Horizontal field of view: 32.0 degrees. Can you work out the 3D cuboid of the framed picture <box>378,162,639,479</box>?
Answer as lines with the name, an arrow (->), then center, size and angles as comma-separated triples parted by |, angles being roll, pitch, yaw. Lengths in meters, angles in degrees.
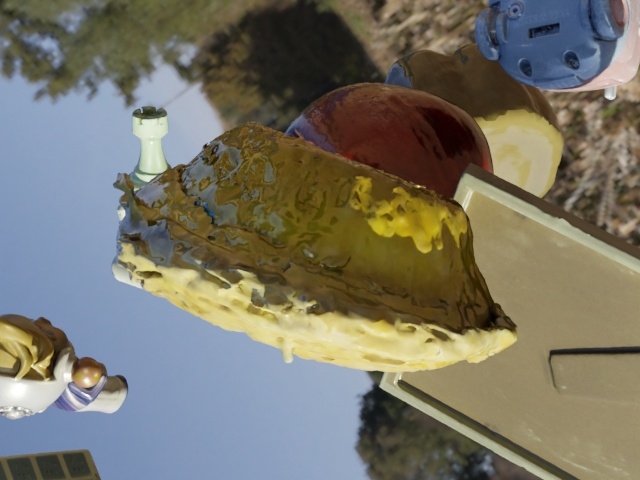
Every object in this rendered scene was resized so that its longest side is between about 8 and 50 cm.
framed picture -> 0.299, 0.146, 1.171 | 0.446, 0.326, 0.028 | 29, -141, 14

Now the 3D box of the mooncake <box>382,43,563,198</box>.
mooncake -> 0.226, -0.164, 1.947 | 0.378, 0.378, 0.201 | 47, -158, -56

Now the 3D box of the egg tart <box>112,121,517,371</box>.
egg tart -> 0.000, 0.000, 1.003 | 0.387, 0.169, 0.388 | 18, -174, -2

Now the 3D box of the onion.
onion -> 0.090, -0.067, 1.552 | 0.341, 0.341, 0.341 | 55, -175, -8

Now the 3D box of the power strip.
power strip -> -0.462, 0.368, 1.615 | 0.367, 0.043, 0.106 | 7, -133, -52

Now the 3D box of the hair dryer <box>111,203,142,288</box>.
hair dryer -> -0.265, 0.003, 1.565 | 0.082, 0.047, 0.137 | 15, 126, 42

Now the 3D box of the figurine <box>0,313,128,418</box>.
figurine -> -0.363, 0.168, 1.423 | 0.193, 0.133, 0.274 | 21, 169, 7

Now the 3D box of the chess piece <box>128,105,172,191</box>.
chess piece -> -0.197, -0.102, 1.300 | 0.067, 0.067, 0.103 | -116, 23, -58

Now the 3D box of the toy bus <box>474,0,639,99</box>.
toy bus -> 0.351, -0.337, 1.514 | 0.231, 0.197, 0.294 | 15, -106, -49
